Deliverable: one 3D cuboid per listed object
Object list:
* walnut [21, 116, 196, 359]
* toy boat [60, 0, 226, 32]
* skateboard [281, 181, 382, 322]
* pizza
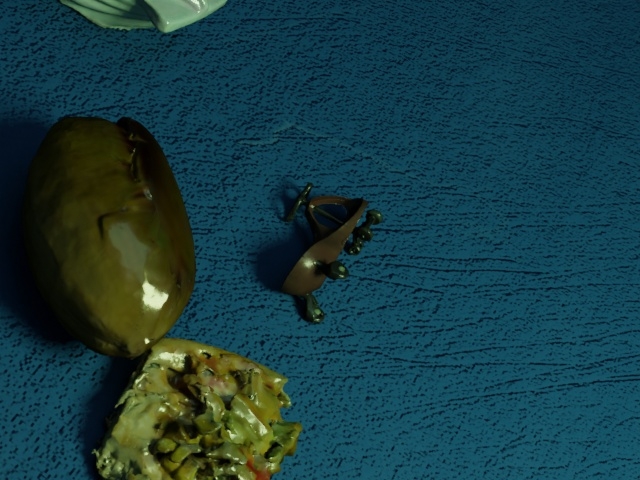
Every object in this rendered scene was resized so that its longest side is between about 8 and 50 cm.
[{"bbox_3d":[-0.170,-0.011,1.099,0.137,0.137,0.245,4,54,-32],"label":"walnut"},{"bbox_3d":[-0.223,-0.300,1.313,0.290,0.100,0.199,46,44,7],"label":"toy boat"},{"bbox_3d":[0.000,0.000,1.263,0.080,0.067,0.151,29,38,3],"label":"skateboard"},{"bbox_3d":[-0.095,0.163,1.053,0.147,0.069,0.226,35,44,-9],"label":"pizza"}]
